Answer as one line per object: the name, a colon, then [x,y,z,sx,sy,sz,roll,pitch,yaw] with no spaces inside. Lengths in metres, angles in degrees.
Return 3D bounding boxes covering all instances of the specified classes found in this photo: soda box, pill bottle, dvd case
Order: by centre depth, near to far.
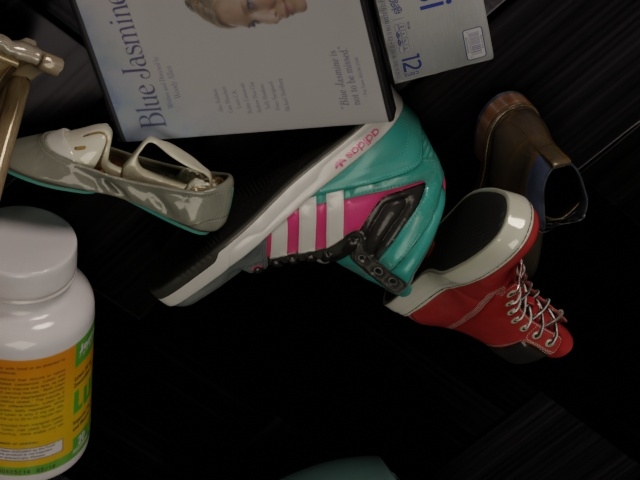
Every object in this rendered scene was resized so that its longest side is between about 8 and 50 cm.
soda box: [0.069,-0.275,1.472,0.091,0.098,0.286,-14,129,1]
dvd case: [-0.075,-0.165,1.531,0.253,0.022,0.180,-3,132,15]
pill bottle: [-0.277,0.094,1.672,0.136,0.136,0.246,-1,129,-11]

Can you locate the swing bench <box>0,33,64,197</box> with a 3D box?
swing bench: [-0.382,-0.081,1.475,0.253,0.165,0.255,21,84,-25]

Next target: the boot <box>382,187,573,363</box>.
boot: [0.184,0.041,1.676,0.176,0.088,0.244,26,155,-11]

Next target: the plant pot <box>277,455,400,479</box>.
plant pot: [0.023,0.363,1.868,0.235,0.293,0.293,-36,128,-2]

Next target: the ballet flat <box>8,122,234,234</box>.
ballet flat: [-0.178,-0.068,1.594,0.213,0.072,0.068,18,115,-6]

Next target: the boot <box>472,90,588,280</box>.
boot: [0.194,-0.022,1.688,0.082,0.106,0.219,-22,131,-15]

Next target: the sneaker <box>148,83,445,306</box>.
sneaker: [0.000,0.000,1.671,0.295,0.124,0.178,-37,117,16]
